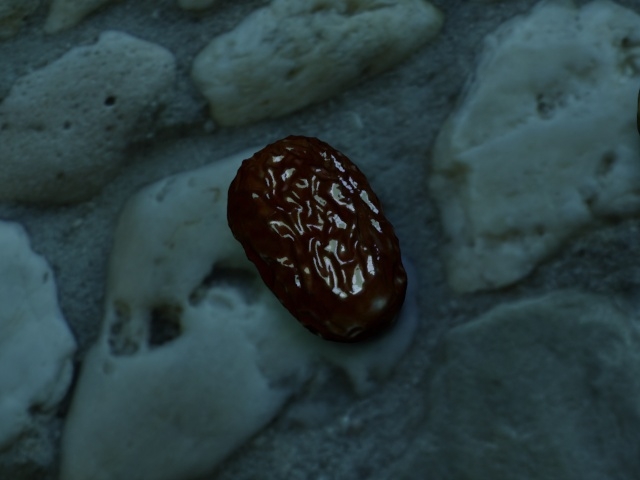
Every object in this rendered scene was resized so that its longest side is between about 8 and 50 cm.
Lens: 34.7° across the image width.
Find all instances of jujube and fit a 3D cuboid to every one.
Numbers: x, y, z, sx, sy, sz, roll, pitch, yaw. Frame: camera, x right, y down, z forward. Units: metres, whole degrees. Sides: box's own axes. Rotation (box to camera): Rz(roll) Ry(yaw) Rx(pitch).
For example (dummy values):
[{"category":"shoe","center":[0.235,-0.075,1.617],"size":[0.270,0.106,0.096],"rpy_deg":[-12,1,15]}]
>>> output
[{"category":"jujube","center":[0.000,0.000,0.821],"size":[0.112,0.109,0.176],"rpy_deg":[-48,65,33]}]

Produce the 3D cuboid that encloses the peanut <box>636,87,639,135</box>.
[{"category":"peanut","center":[0.311,-0.098,0.766],"size":[0.140,0.109,0.159],"rpy_deg":[-37,65,-18]}]
